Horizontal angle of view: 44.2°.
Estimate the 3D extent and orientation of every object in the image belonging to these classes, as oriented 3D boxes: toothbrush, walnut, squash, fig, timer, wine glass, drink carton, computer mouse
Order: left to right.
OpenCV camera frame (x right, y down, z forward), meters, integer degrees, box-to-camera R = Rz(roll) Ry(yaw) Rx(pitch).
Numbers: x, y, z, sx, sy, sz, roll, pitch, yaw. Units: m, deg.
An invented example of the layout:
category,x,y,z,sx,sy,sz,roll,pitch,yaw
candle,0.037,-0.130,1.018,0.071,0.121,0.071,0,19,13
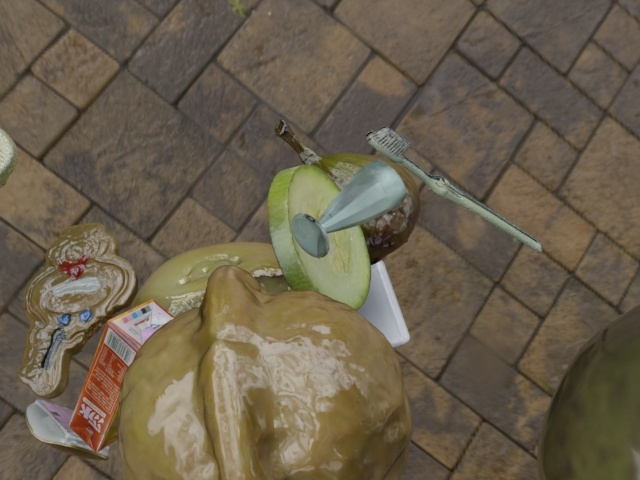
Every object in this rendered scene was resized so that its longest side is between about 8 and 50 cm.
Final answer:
category,x,y,z,sx,sy,sz,roll,pitch,yaw
computer mouse,-0.483,0.366,1.498,0.126,0.245,0.056,31,80,-35
drink carton,-0.281,0.197,1.139,0.071,0.223,0.096,38,32,16
walnut,-0.062,0.214,0.958,0.383,0.383,0.384,3,80,-15
squash,0.000,0.000,1.255,0.048,0.252,0.252,-19,84,25
fig,0.041,-0.112,1.471,0.217,0.217,0.321,-45,101,-17
wine glass,0.036,-0.043,1.029,0.155,0.073,0.073,-33,90,-34
timer,0.076,0.159,1.792,0.194,0.192,0.195,-20,91,0
toothbrush,0.166,-0.052,0.933,0.294,0.028,0.026,32,38,-29

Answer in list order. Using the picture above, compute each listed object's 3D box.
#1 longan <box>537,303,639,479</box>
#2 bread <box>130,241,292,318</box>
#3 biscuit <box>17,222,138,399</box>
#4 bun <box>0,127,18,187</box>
category,x,y,z,sx,sy,sz,roll,pitch,yaw
longan,0.382,0.206,0.707,0.360,0.361,0.361,3,80,-15
bread,-0.187,0.199,1.538,0.347,0.253,0.376,-19,118,-17
biscuit,-0.408,0.107,1.304,0.183,0.047,0.320,10,59,16
bun,-0.526,-0.124,1.213,0.115,0.069,0.115,2,85,-24
